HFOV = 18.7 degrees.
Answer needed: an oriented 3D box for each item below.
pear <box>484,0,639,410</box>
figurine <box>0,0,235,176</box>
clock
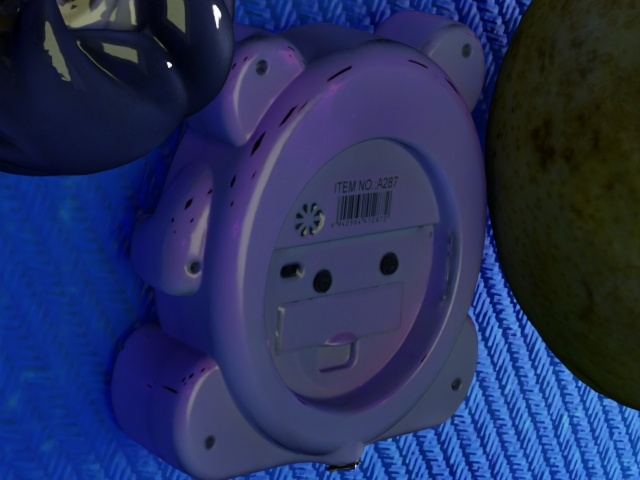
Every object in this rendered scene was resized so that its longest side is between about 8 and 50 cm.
[{"bbox_3d":[0.233,-0.046,1.127,0.304,0.304,0.304,-18,119,-36],"label":"pear"},{"bbox_3d":[-0.148,-0.144,0.807,0.175,0.197,0.265,-42,111,-20],"label":"figurine"},{"bbox_3d":[0.000,0.000,1.072,0.227,0.090,0.248,-9,112,-40],"label":"clock"}]
